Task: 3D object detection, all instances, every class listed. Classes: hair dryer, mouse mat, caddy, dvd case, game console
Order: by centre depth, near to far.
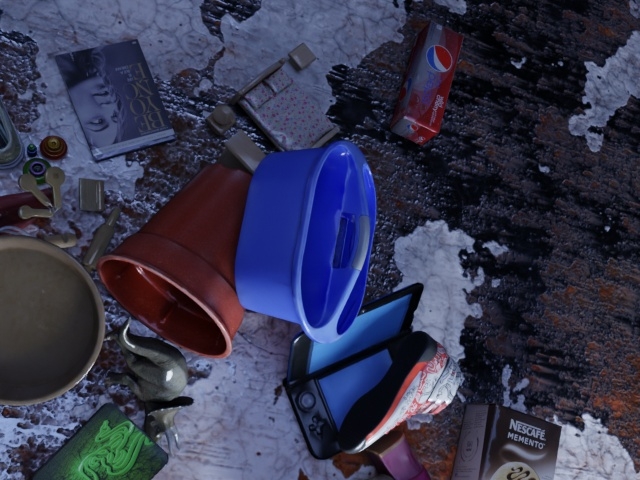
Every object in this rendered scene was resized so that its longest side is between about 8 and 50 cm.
[{"bbox_3d":[0.000,0.000,1.185,0.241,0.179,0.341,26,71,-58],"label":"caddy"},{"bbox_3d":[-0.376,0.392,1.198,0.152,0.007,0.189,45,79,-5],"label":"mouse mat"},{"bbox_3d":[-0.555,0.032,1.218,0.224,0.080,0.293,31,73,-29],"label":"hair dryer"},{"bbox_3d":[0.092,0.251,1.341,0.293,0.173,0.250,-20,85,-23],"label":"game console"},{"bbox_3d":[-0.396,-0.275,1.364,0.165,0.018,0.221,-20,85,-24],"label":"dvd case"}]

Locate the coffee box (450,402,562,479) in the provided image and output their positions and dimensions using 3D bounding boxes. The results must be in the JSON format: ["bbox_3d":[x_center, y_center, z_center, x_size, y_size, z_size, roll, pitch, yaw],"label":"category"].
[{"bbox_3d":[0.363,0.495,1.415,0.168,0.119,0.297,21,71,-14],"label":"coffee box"}]

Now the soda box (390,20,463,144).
[{"bbox_3d":[0.241,-0.356,1.589,0.092,0.083,0.263,22,71,-14],"label":"soda box"}]

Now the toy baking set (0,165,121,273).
[{"bbox_3d":[-0.465,-0.011,1.231,0.197,0.030,0.256,32,64,-36],"label":"toy baking set"}]

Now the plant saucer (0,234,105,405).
[{"bbox_3d":[-0.485,0.127,1.129,0.278,0.041,0.277,0,96,-4],"label":"plant saucer"}]

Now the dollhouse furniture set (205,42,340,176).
[{"bbox_3d":[-0.036,-0.215,1.402,0.303,0.174,0.355,48,67,-5],"label":"dollhouse furniture set"}]

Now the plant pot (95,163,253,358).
[{"bbox_3d":[-0.205,0.021,1.248,0.272,0.272,0.265,38,60,-9],"label":"plant pot"}]

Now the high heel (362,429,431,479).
[{"bbox_3d":[0.050,0.526,1.295,0.377,0.127,0.181,-29,99,-17],"label":"high heel"}]

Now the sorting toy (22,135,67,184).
[{"bbox_3d":[-0.507,-0.154,1.280,0.061,0.042,0.101,30,69,-12],"label":"sorting toy"}]

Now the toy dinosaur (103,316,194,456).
[{"bbox_3d":[-0.280,0.216,1.194,0.160,0.313,0.121,23,41,9],"label":"toy dinosaur"}]

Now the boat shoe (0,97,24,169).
[{"bbox_3d":[-0.618,-0.268,1.236,0.109,0.094,0.302,-36,92,-24],"label":"boat shoe"}]

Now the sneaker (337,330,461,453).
[{"bbox_3d":[0.160,0.315,1.333,0.145,0.090,0.270,42,81,-32],"label":"sneaker"}]
